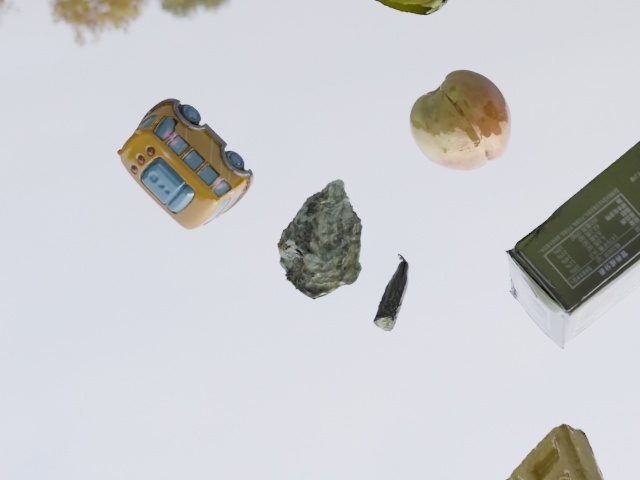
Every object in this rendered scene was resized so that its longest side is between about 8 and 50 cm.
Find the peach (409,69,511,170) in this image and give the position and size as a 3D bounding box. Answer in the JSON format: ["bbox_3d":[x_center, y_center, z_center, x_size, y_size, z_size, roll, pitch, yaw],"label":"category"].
[{"bbox_3d":[0.254,-0.209,2.214,0.184,0.184,0.184,-10,-158,4],"label":"peach"}]

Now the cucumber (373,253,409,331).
[{"bbox_3d":[0.130,0.085,2.118,0.043,0.039,0.163,-7,-140,33],"label":"cucumber"}]

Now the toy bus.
[{"bbox_3d":[-0.226,-0.117,2.012,0.126,0.209,0.136,-41,-174,35],"label":"toy bus"}]

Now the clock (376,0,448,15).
[{"bbox_3d":[0.068,-0.397,1.436,0.071,0.293,0.277,-41,171,-20],"label":"clock"}]

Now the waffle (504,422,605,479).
[{"bbox_3d":[0.311,0.376,1.609,0.057,0.168,0.274,27,-156,-23],"label":"waffle"}]

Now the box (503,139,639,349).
[{"bbox_3d":[0.475,-0.032,1.848,0.420,0.138,0.373,-38,164,0],"label":"box"}]

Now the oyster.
[{"bbox_3d":[0.000,0.000,1.732,0.124,0.064,0.177,-11,-124,-5],"label":"oyster"}]
